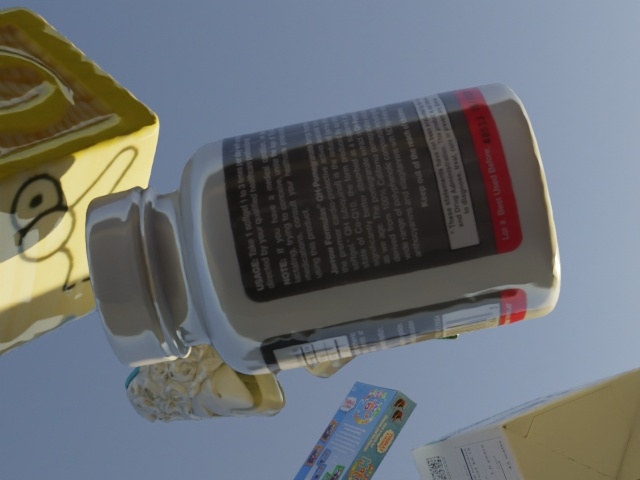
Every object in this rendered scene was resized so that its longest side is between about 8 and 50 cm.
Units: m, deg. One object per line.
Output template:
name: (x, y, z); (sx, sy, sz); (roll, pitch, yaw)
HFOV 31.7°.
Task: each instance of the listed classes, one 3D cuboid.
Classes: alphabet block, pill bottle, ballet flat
alphabet block: (-0.270, -0.045, 0.918); (0.193, 0.197, 0.192); (38, -138, 23)
pill bottle: (0.000, 0.000, 0.828); (0.318, 0.176, 0.176); (-12, -96, 2)
ballet flat: (-0.049, 0.110, 1.233); (0.147, 0.409, 0.147); (45, -161, -20)

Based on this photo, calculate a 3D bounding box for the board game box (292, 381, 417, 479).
board game box: (0.030, 0.289, 1.494); (0.039, 0.160, 0.211); (36, -102, -13)

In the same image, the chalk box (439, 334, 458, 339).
chalk box: (0.113, 0.047, 1.403); (0.132, 0.213, 0.132); (1, -88, 9)

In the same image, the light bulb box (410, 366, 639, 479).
light bulb box: (0.325, 0.385, 1.469); (0.225, 0.361, 0.358); (-17, -100, -17)
